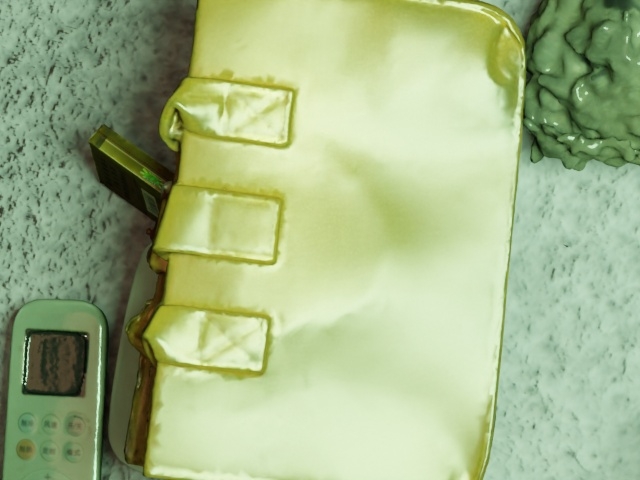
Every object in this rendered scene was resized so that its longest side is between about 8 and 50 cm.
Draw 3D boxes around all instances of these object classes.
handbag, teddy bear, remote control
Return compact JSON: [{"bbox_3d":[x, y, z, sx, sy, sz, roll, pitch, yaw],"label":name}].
[{"bbox_3d":[0.000,0.000,1.396,0.283,0.133,0.401,8,86,-14],"label":"handbag"},{"bbox_3d":[0.318,-0.161,1.349,0.367,0.224,0.357,-19,66,12],"label":"teddy bear"},{"bbox_3d":[-0.226,0.205,1.512,0.090,0.038,0.309,2,85,12],"label":"remote control"}]

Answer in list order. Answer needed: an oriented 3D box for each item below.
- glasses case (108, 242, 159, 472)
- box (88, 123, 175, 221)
[{"bbox_3d":[-0.128,0.097,1.481,0.081,0.051,0.204,16,101,19],"label":"glasses case"},{"bbox_3d":[-0.134,-0.038,1.488,0.133,0.090,0.023,35,74,14],"label":"box"}]
